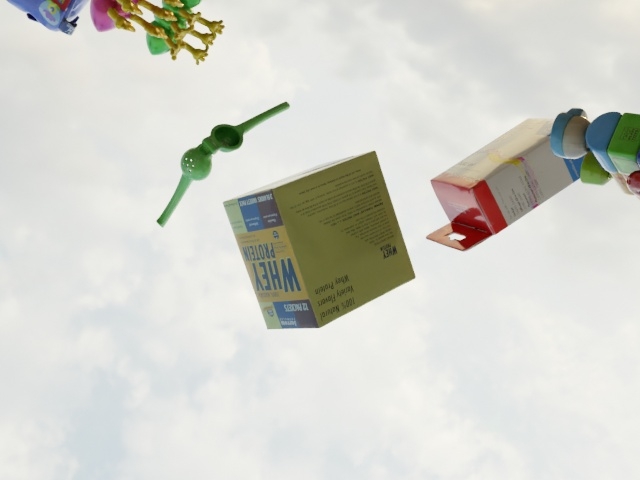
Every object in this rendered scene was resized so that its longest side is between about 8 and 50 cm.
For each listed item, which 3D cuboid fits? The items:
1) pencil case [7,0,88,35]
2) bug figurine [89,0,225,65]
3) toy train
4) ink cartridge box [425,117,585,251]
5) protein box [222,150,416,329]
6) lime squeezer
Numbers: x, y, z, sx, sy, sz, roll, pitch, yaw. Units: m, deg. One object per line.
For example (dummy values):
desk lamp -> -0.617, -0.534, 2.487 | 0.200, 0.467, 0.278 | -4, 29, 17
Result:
pencil case -> -0.467, -0.415, 1.289 | 0.306, 0.133, 0.119 | 29, -149, -9
bug figurine -> -0.126, -0.274, 0.819 | 0.072, 0.216, 0.279 | 30, -171, 9
toy train -> 0.371, -0.071, 1.042 | 0.143, 0.248, 0.105 | 19, -102, 40
ink cartridge box -> 0.250, -0.082, 1.252 | 0.231, 0.078, 0.134 | -32, -163, -11
protein box -> 0.000, 0.000, 1.304 | 0.200, 0.136, 0.201 | -24, -81, -36
lime squeezer -> -0.171, -0.142, 1.508 | 0.310, 0.110, 0.059 | -44, -122, -4
